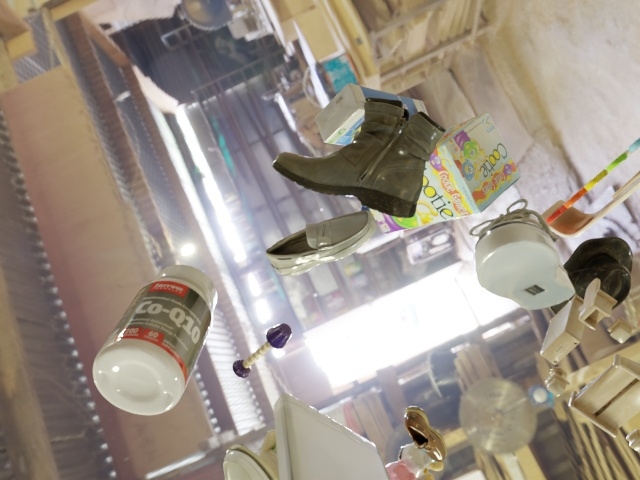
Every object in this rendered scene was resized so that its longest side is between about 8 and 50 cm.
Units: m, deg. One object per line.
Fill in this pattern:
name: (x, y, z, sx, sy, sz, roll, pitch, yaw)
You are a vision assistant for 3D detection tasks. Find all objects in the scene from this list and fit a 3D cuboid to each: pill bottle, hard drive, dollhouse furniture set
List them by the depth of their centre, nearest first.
hard drive: (0.031, 0.399, 1.043, 0.233, 0.047, 0.353, 34, -174, -11)
pill bottle: (-0.296, 0.172, 1.169, 0.283, 0.161, 0.161, -78, -34, -60)
dollhouse furniture set: (0.766, 0.308, 1.581, 0.355, 0.303, 0.174, 35, -141, 8)

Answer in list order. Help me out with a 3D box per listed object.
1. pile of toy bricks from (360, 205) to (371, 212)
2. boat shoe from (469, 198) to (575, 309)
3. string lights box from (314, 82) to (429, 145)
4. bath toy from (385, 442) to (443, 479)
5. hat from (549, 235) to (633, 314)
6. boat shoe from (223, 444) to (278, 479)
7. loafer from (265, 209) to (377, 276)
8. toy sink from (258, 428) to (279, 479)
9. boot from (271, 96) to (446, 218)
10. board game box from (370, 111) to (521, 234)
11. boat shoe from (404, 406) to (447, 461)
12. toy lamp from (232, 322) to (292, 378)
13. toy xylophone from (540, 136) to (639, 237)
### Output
pile of toy bricks: (0.217, -0.097, 1.782, 0.105, 0.212, 0.118, 36, -122, -66)
boat shoe: (0.337, 0.003, 1.052, 0.367, 0.135, 0.157, 25, -135, -52)
string lights box: (0.130, -0.288, 1.491, 0.259, 0.133, 0.077, 1, -118, -41)
bath toy: (0.237, 0.727, 1.866, 0.348, 0.129, 0.151, -19, -110, -46)
hat: (0.918, 0.155, 2.030, 0.331, 0.331, 0.134, 64, 177, -34)
boat shoe: (-0.136, 0.574, 1.291, 0.103, 0.113, 0.302, -38, -69, -50)
loafer: (0.000, 0.000, 1.672, 0.111, 0.319, 0.112, 45, -156, -43)
toy sink: (-0.115, 0.745, 2.009, 0.131, 0.234, 0.152, 25, -173, 40)
boot: (0.057, -0.141, 0.940, 0.083, 0.246, 0.161, -15, -58, -69)
board game box: (0.220, -0.123, 1.218, 0.275, 0.144, 0.142, -14, 110, 57)
boat shoe: (0.256, 0.494, 1.548, 0.178, 0.064, 0.060, 57, -140, -21)
toy lamp: (-0.191, 0.365, 2.060, 0.080, 0.275, 0.080, 29, -145, -23)
toy xylophone: (0.584, -0.126, 1.227, 0.081, 0.323, 0.236, 49, -138, 12)
